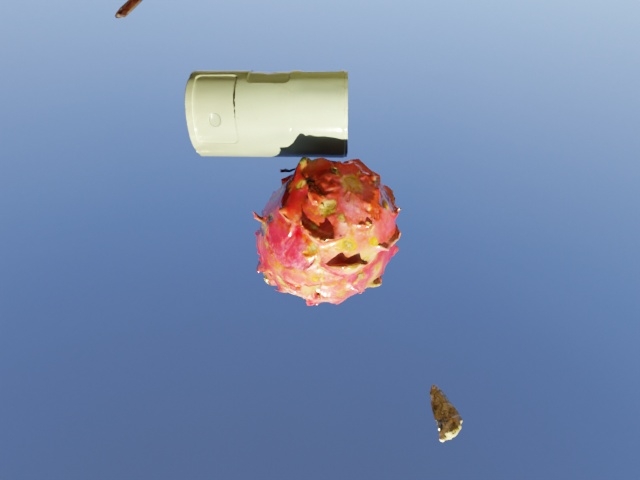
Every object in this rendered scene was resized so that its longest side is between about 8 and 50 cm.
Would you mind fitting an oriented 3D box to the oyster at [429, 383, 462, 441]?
[{"bbox_3d":[0.202,0.276,0.658,0.038,0.081,0.083,-25,-112,26],"label":"oyster"}]

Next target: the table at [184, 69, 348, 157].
[{"bbox_3d":[-0.070,-0.186,0.601,0.220,0.126,0.126,0,-132,2],"label":"table"}]

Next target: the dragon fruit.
[{"bbox_3d":[0.000,0.000,0.607,0.210,0.268,0.205,2,-120,-42],"label":"dragon fruit"}]

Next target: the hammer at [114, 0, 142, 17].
[{"bbox_3d":[-0.357,-0.521,0.844,0.178,0.021,0.065,-42,-90,-1],"label":"hammer"}]
